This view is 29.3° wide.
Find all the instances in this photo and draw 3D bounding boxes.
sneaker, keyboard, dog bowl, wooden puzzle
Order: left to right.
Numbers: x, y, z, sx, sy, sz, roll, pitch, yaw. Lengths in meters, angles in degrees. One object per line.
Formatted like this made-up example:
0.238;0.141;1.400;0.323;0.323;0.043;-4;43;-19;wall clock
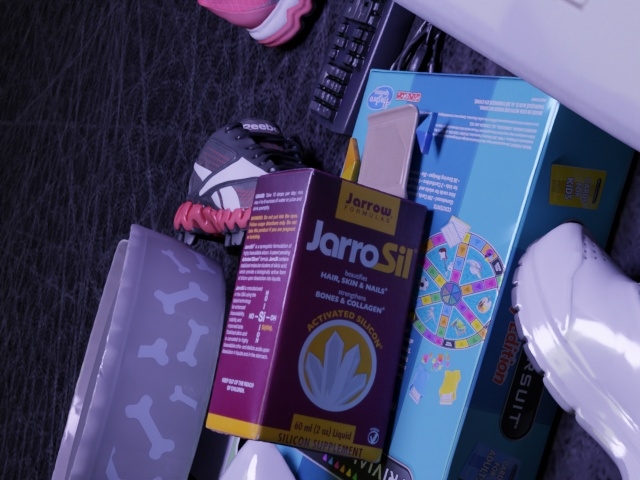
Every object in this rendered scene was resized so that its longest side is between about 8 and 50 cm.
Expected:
-0.180;0.156;1.170;0.349;0.102;0.348;-165;90;-78;dog bowl
-0.054;-0.053;1.150;0.276;0.098;0.135;4;81;62;sneaker
-0.030;-0.346;1.229;0.313;0.136;0.116;-60;26;23;sneaker
0.051;-0.063;0.928;0.116;0.014;0.078;7;87;61;wooden puzzle
0.076;-0.244;1.117;0.201;0.033;0.317;35;108;59;keyboard
0.208;0.087;0.683;0.129;0.111;0.297;-44;43;18;sneaker

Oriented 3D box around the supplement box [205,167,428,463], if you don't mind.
-0.002;0.053;0.866;0.081;0.104;0.188;-2;74;59;supplement box

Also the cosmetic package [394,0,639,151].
0.199;-0.200;0.456;0.394;0.329;0.327;38;112;31;cosmetic package

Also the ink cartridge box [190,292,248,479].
-0.067;0.146;1.115;0.235;0.056;0.171;14;88;68;ink cartridge box

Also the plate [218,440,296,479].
-0.059;0.337;0.957;0.277;0.045;0.278;-52;57;35;plate

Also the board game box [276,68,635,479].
0.083;0.046;0.913;0.254;0.079;0.336;19;93;61;board game box
